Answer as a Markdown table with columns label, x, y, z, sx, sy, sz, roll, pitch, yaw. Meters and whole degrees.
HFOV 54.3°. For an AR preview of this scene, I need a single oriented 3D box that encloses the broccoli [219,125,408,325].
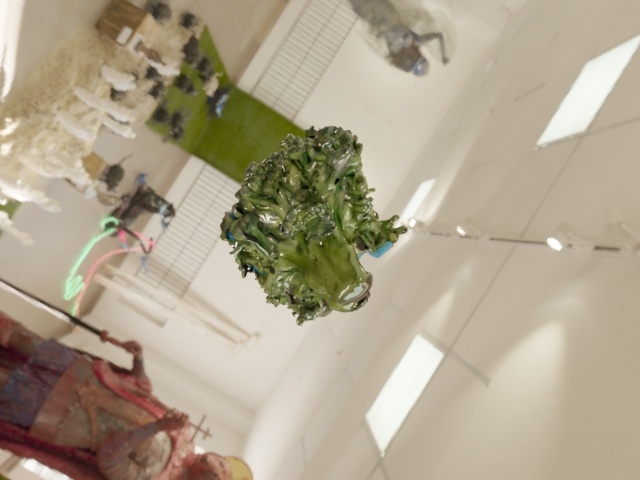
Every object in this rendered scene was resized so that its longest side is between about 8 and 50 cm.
| label | x | y | z | sx | sy | sz | roll | pitch | yaw |
| --- | --- | --- | --- | --- | --- | --- | --- | --- | --- |
| broccoli | 0.000 | 0.000 | 0.503 | 0.167 | 0.154 | 0.160 | -49 | -136 | 16 |
